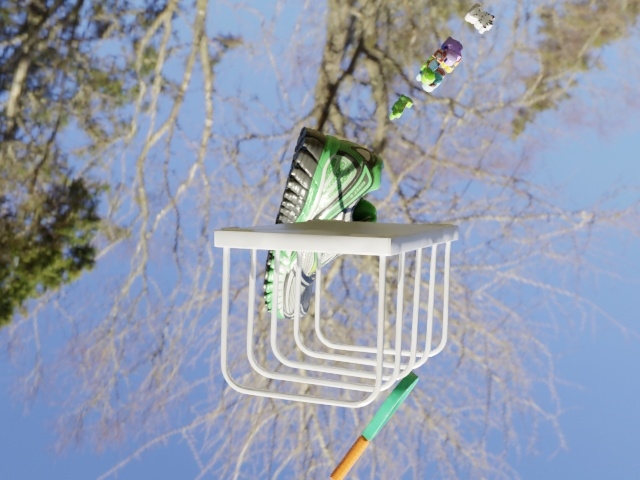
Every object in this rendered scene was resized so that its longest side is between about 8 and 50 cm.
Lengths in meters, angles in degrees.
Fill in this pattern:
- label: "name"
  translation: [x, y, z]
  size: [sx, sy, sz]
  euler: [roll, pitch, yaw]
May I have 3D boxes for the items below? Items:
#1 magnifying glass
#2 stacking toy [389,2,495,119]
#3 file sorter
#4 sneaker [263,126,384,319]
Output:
- label: "magnifying glass"
  translation: [0.094, 0.322, 1.547]
  size: [0.026, 0.231, 0.092]
  euler: [39, 180, 14]
- label: "stacking toy"
  translation: [0.227, -0.329, 1.686]
  size: [0.052, 0.167, 0.221]
  euler: [40, -115, 0]
- label: "file sorter"
  translation: [0.028, 0.068, 1.020]
  size: [0.192, 0.173, 0.277]
  euler: [3, -175, 22]
- label: "sneaker"
  translation: [0.000, 0.000, 1.334]
  size: [0.146, 0.343, 0.134]
  euler: [15, -137, -4]
